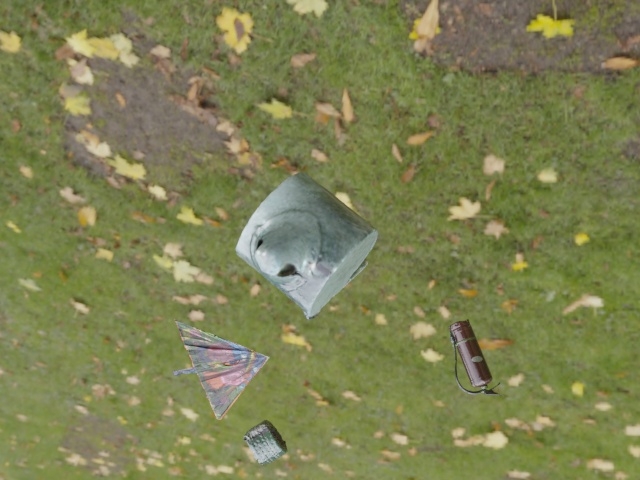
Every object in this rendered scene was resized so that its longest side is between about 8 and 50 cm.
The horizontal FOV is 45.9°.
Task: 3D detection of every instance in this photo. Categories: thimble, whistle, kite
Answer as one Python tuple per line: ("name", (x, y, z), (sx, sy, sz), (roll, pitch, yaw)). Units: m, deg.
("thimble", (-0.165, 0.611, 2.280), (0.090, 0.118, 0.135), (-34, 158, -3))
("whistle", (-0.017, 0.025, 1.346), (0.168, 0.188, 0.405), (39, 172, 12))
("kite", (-0.229, 0.297, 1.767), (0.233, 0.016, 0.321), (-13, 122, 6))

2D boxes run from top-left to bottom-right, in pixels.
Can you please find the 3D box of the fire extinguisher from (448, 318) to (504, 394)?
("fire extinguisher", (0.287, 0.233, 1.450), (0.078, 0.157, 0.045), (-18, 162, -6))
